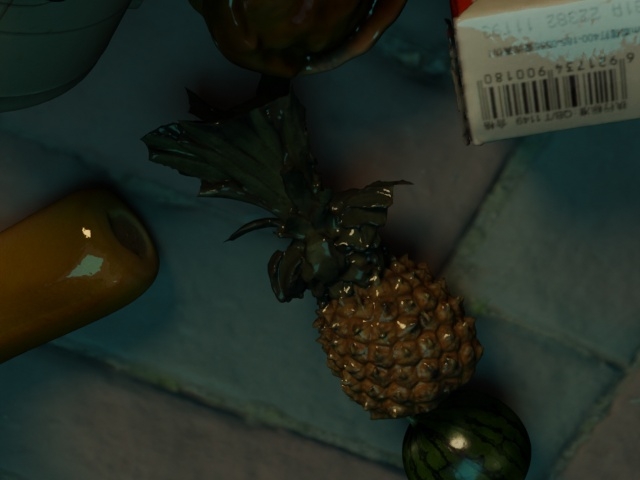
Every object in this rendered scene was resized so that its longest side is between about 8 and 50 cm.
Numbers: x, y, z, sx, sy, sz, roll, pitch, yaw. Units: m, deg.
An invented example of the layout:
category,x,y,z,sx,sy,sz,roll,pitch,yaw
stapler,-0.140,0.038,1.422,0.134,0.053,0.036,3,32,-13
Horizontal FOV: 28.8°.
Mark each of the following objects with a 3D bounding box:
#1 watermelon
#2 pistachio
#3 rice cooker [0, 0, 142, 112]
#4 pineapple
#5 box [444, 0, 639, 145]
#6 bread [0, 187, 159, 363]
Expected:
category,x,y,z,sx,sy,sz,roll,pitch,yaw
watermelon,0.108,0.163,0.960,0.109,0.109,0.109,2,121,3
pistachio,-0.013,-0.195,0.735,0.165,0.130,0.210,30,113,14
rice cooker,-0.184,-0.210,0.664,0.241,0.280,0.227,9,138,-30
pineapple,0.000,0.000,0.867,0.130,0.119,0.277,5,135,56
box,0.168,-0.130,0.758,0.182,0.133,0.099,-9,119,8
bread,-0.236,0.047,0.930,0.239,0.074,0.092,-26,121,19
